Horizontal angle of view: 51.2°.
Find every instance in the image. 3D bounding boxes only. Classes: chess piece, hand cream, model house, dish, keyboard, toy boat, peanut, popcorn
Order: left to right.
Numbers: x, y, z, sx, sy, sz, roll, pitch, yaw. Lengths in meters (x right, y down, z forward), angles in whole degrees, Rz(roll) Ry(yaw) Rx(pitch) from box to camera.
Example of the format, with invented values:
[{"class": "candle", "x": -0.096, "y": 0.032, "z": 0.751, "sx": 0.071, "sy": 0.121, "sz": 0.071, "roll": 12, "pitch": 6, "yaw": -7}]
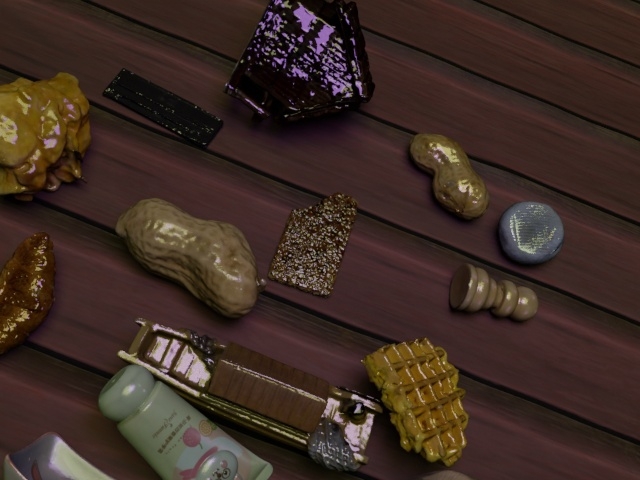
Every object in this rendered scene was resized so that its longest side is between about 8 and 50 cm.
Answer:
[{"class": "popcorn", "x": -0.530, "y": -0.199, "z": 1.224, "sx": 0.191, "sy": 0.190, "sz": 0.254, "roll": 1, "pitch": 67, "yaw": -4}, {"class": "dish", "x": -0.366, "y": 0.386, "z": 0.995, "sx": 0.212, "sy": 0.151, "sz": 0.077, "roll": 30, "pitch": 91, "yaw": 4}, {"class": "keyboard", "x": -0.329, "y": -0.281, "z": 1.405, "sx": 0.250, "sy": 0.017, "sz": 0.087, "roll": 27, "pitch": 62, "yaw": 3}, {"class": "hand cream", "x": -0.219, "y": 0.325, "z": 1.057, "sx": 0.306, "sy": 0.093, "sz": 0.147, "roll": 48, "pitch": 62, "yaw": -15}, {"class": "peanut", "x": -0.222, "y": 0.023, "z": 1.209, "sx": 0.291, "sy": 0.143, "sz": 0.159, "roll": 30, "pitch": 27, "yaw": 10}, {"class": "toy boat", "x": -0.113, "y": 0.249, "z": 1.100, "sx": 0.445, "sy": 0.162, "sz": 0.136, "roll": 22, "pitch": 64, "yaw": -1}, {"class": "model house", "x": -0.012, "y": -0.382, "z": 1.445, "sx": 0.282, "sy": 0.297, "sz": 0.317, "roll": 28, "pitch": 23, "yaw": -8}, {"class": "peanut", "x": 0.275, "y": -0.142, "z": 1.425, "sx": 0.103, "sy": 0.098, "sz": 0.230, "roll": -6, "pitch": 59, "yaw": -45}, {"class": "chess piece", "x": 0.348, "y": 0.114, "z": 1.321, "sx": 0.170, "sy": 0.094, "sz": 0.094, "roll": 19, "pitch": 61, "yaw": -11}]

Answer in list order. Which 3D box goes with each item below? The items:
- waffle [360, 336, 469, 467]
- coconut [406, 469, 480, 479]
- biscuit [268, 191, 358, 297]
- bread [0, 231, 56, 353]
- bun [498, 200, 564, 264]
[{"class": "waffle", "x": 0.193, "y": 0.280, "z": 1.162, "sx": 0.229, "sy": 0.057, "sz": 0.219, "roll": 1, "pitch": 58, "yaw": -52}, {"class": "coconut", "x": 0.200, "y": 0.456, "z": 1.026, "sx": 0.224, "sy": 0.224, "sz": 0.224, "roll": 5, "pitch": 62, "yaw": -10}, {"class": "biscuit", "x": -0.009, "y": -0.008, "z": 1.331, "sx": 0.131, "sy": 0.026, "sz": 0.237, "roll": 20, "pitch": 62, "yaw": -3}, {"class": "bread", "x": -0.507, "y": 0.098, "z": 1.139, "sx": 0.104, "sy": 0.076, "sz": 0.233, "roll": 13, "pitch": 68, "yaw": 8}, {"class": "bun", "x": 0.438, "y": -0.013, "z": 1.403, "sx": 0.140, "sy": 0.083, "sz": 0.141, "roll": 2, "pitch": 72, "yaw": -7}]
